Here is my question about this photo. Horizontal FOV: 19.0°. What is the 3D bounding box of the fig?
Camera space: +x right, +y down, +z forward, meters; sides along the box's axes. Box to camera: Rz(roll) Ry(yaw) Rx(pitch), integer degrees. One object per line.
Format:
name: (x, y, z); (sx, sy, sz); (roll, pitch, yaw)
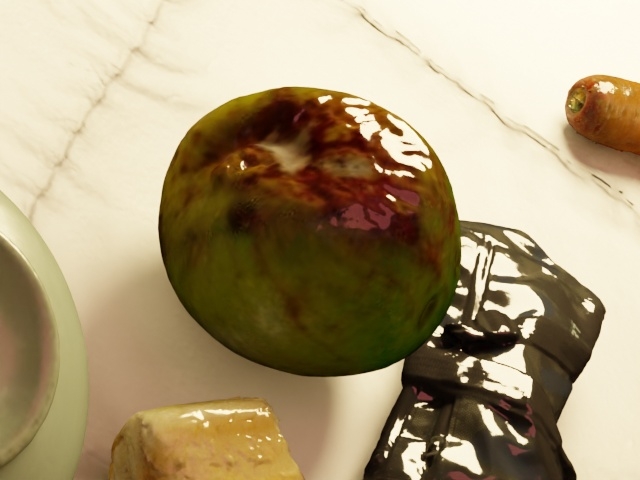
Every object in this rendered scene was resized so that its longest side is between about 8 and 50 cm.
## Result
fig: (0.000, 0.000, 1.178); (0.191, 0.181, 0.181); (46, 36, -33)

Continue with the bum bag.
bum bag: (0.115, 0.093, 1.254); (0.137, 0.074, 0.310); (24, 43, -5)

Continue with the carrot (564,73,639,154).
carrot: (0.299, -0.080, 1.552); (0.248, 0.059, 0.059); (19, 47, -28)

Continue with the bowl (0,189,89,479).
bowl: (-0.218, 0.060, 0.913); (0.289, 0.146, 0.289); (16, 64, -37)

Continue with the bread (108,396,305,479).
bread: (-0.064, 0.151, 1.067); (0.106, 0.082, 0.125); (-5, 69, -28)
